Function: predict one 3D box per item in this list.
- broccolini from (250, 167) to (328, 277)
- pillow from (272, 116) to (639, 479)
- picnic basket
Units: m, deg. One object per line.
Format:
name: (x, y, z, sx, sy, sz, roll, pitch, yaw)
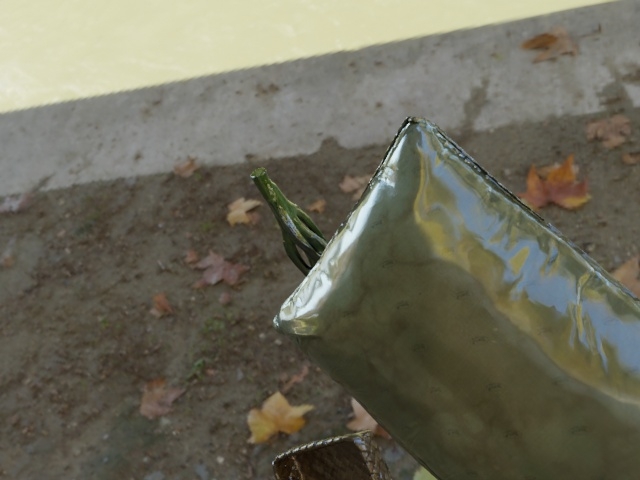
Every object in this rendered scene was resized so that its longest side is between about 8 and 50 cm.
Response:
broccolini: (-0.018, 0.008, 0.919, 0.068, 0.202, 0.091, -36, 19, 23)
pillow: (0.113, 0.087, 0.498, 0.302, 0.075, 0.185, 43, 115, 20)
picnic basket: (0.018, 0.334, 1.212, 0.193, 0.110, 0.055, -26, -4, 43)
